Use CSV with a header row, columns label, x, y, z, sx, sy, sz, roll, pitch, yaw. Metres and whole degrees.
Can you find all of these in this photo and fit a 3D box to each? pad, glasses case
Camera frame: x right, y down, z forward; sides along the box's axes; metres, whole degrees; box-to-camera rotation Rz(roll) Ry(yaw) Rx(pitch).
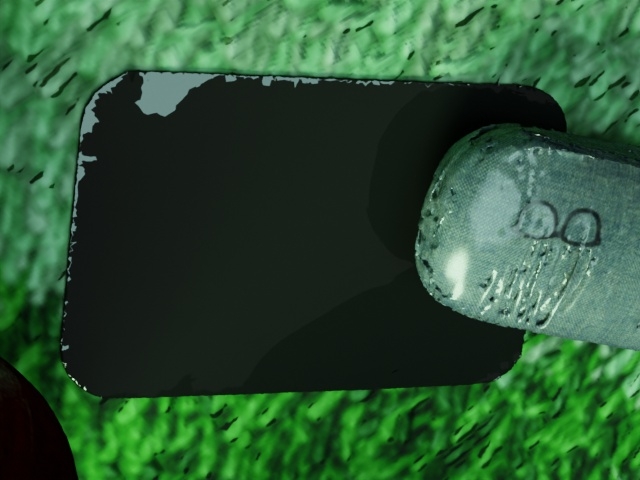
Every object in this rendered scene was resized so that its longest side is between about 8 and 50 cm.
label,x,y,z,sx,sy,sz,roll,pitch,yaw
pad,0.000,0.000,0.852,0.267,0.004,0.181,1,111,-21
glasses case,0.180,0.006,0.883,0.282,0.067,0.109,11,110,-24

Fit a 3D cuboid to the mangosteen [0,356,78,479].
label,x,y,z,sx,sy,sz,roll,pitch,yaw
mangosteen,-0.185,0.158,0.706,0.215,0.257,0.215,-26,135,-30
